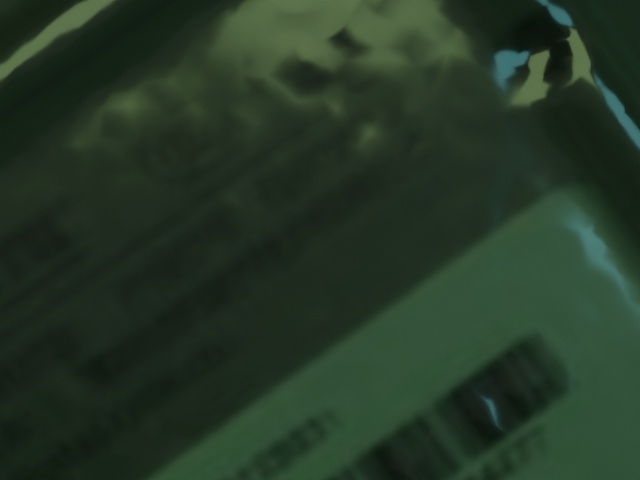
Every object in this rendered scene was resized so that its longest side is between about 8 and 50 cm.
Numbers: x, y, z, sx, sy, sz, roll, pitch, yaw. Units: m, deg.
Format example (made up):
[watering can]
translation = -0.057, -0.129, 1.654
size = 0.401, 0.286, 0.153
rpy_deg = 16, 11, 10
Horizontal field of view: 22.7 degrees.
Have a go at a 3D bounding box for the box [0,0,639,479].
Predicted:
[box]
translation = -0.017, 0.080, 0.416
size = 0.396, 0.111, 0.396
rpy_deg = -36, 92, -3
